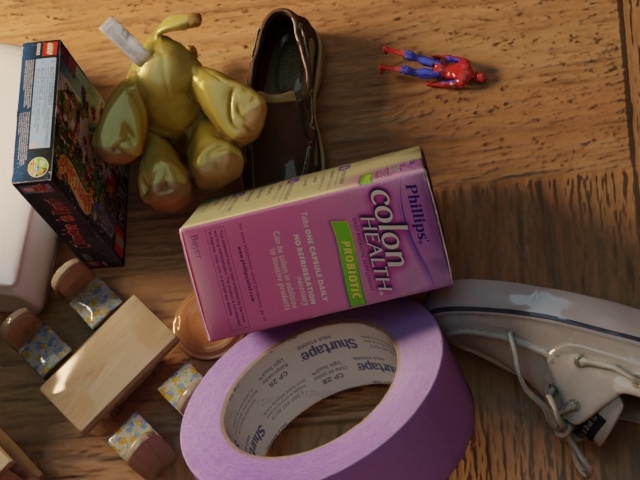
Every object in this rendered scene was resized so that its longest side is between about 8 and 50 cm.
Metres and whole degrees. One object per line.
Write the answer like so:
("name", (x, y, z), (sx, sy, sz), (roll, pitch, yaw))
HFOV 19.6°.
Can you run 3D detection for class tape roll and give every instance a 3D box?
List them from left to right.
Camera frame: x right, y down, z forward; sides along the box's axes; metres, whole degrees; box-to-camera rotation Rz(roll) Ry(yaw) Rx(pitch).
("tape roll", (0.006, 0.171, 1.790), (0.274, 0.090, 0.275), (-20, 32, 13))

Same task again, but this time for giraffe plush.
("giraffe plush", (-0.160, -0.139, 1.998), (0.181, 0.170, 0.210), (-29, 87, -2))

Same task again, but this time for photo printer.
("photo printer", (-0.398, -0.078, 2.057), (0.256, 0.107, 0.308), (4, 69, 16))

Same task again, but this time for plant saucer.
("plant saucer", (-0.117, 0.087, 1.970), (0.083, 0.013, 0.083), (-5, 66, 12))

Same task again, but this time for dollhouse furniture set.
("dollhouse furniture set", (-0.260, 0.156, 1.895), (0.242, 0.161, 0.212), (-45, 65, -7))

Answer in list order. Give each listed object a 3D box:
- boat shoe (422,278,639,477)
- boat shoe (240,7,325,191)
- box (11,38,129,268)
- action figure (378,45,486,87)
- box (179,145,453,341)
("boat shoe", (0.264, 0.148, 1.796), (0.367, 0.136, 0.156), (14, 75, 9))
("boat shoe", (-0.048, -0.131, 1.999), (0.095, 0.095, 0.257), (-5, 67, 12))
("box", (-0.258, -0.086, 1.956), (0.044, 0.233, 0.159), (-5, 67, 11))
("action figure", (0.123, -0.187, 2.018), (0.115, 0.030, 0.038), (11, 76, 13))
("box", (0.000, 0.000, 1.847), (0.243, 0.213, 0.117), (-14, 98, 4))
